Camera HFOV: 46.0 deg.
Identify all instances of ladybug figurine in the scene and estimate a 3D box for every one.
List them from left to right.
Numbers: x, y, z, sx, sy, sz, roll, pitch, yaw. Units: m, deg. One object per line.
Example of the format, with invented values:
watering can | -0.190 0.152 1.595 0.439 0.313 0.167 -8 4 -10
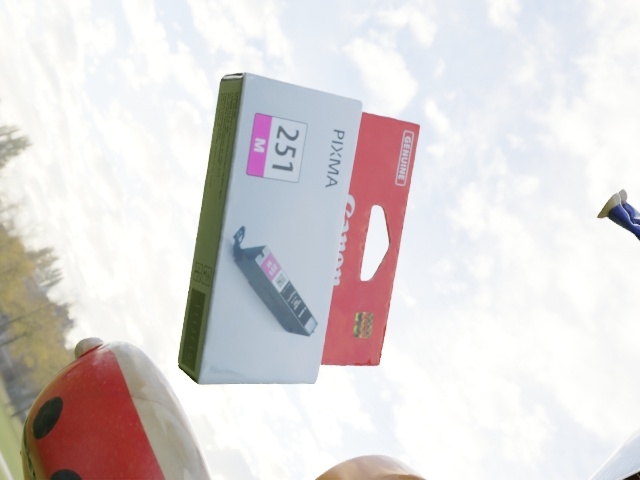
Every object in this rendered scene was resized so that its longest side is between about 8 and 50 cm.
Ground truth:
ladybug figurine | -0.231 0.326 0.866 0.305 0.162 0.449 -46 -120 47

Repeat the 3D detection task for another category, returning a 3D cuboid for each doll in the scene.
doll | 0.425 0.011 0.900 0.189 0.129 0.046 39 -60 22

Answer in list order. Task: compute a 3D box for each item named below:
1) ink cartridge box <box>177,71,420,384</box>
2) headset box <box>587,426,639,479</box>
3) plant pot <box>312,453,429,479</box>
ink cartridge box | 0.000 0.000 0.723 0.060 0.239 0.274 16 -82 57
headset box | 0.479 0.313 1.013 0.110 0.218 0.293 51 -36 16
plant pot | 0.096 0.443 0.941 0.204 0.291 0.290 14 -55 56
